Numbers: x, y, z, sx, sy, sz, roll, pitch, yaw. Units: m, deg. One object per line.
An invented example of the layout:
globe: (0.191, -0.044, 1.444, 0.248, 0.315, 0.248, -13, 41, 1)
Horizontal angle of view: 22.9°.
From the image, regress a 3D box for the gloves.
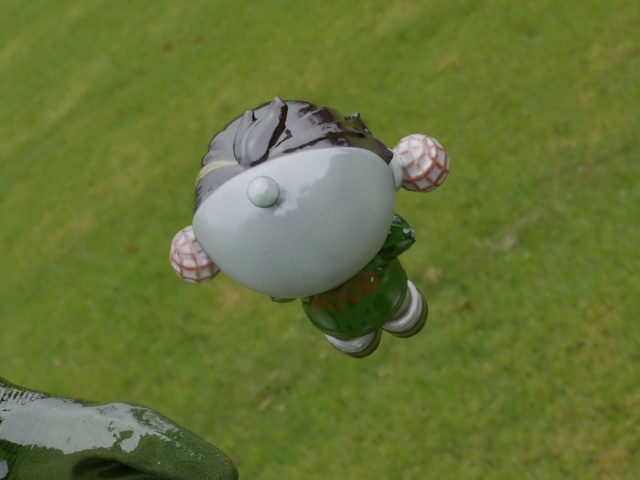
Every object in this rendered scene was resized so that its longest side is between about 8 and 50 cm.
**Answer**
gloves: (-0.151, 0.158, 1.049, 0.135, 0.268, 0.107, -57, 3, 25)

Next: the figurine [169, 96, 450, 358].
figurine: (0.000, 0.000, 1.477, 0.281, 0.370, 0.167, -22, 56, 9)
